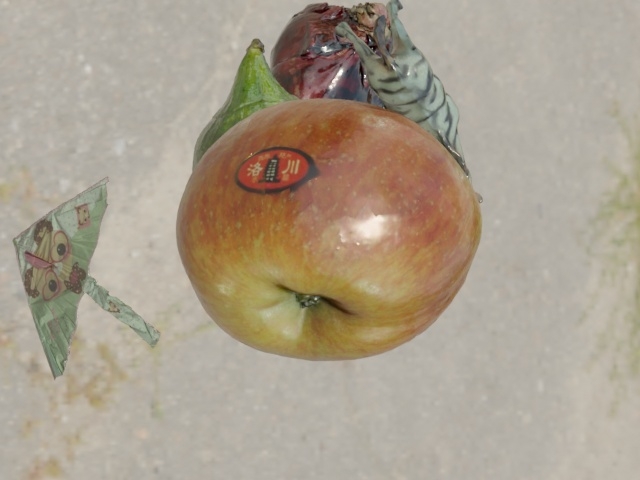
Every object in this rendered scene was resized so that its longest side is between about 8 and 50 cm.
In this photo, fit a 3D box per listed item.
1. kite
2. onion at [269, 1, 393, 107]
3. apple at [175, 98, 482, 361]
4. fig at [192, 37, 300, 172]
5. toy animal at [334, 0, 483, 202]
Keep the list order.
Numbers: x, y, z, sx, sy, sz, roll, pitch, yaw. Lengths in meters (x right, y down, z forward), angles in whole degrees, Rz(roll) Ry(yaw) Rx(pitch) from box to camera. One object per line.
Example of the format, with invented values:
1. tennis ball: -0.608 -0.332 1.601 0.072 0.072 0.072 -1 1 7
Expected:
1. kite: -0.248 0.044 1.448 0.012 0.250 0.229 -2 114 -52
2. onion: 0.010 -0.285 2.412 0.221 0.281 0.281 44 47 -12
3. apple: 0.000 0.000 1.426 0.250 0.309 0.277 -49 119 -34
4. fig: -0.092 -0.142 1.850 0.203 0.203 0.235 -29 104 -53
5. toy animal: 0.113 -0.165 1.627 0.255 0.090 0.170 53 9 -30
